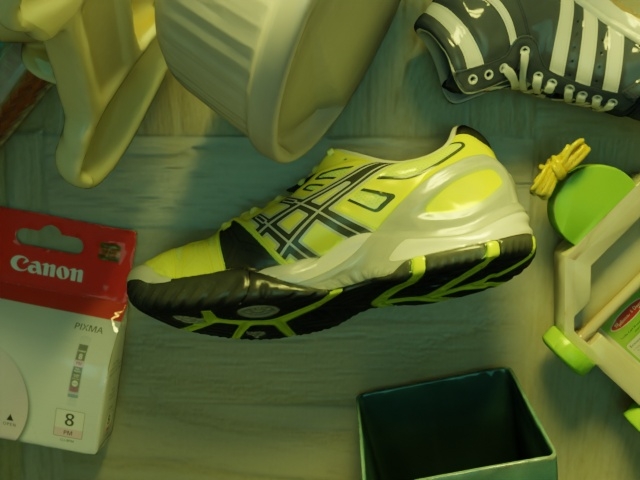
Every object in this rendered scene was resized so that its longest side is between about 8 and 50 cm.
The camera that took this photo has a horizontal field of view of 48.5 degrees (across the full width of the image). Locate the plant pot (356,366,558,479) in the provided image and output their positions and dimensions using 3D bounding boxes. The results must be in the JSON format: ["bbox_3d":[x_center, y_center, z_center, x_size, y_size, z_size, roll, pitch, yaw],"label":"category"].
[{"bbox_3d":[0.142,0.279,0.701,0.165,0.166,0.234,-12,106,4],"label":"plant pot"}]

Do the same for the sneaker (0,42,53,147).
[{"bbox_3d":[-0.372,-0.128,0.679,0.121,0.108,0.302,43,90,-4],"label":"sneaker"}]

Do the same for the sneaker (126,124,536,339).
[{"bbox_3d":[0.000,0.000,0.688,0.384,0.145,0.147,-11,68,6],"label":"sneaker"}]

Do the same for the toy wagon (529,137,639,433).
[{"bbox_3d":[0.342,0.033,0.697,0.344,0.068,0.267,42,98,-4],"label":"toy wagon"}]

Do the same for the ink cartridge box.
[{"bbox_3d":[-0.301,0.092,0.736,0.189,0.066,0.233,10,104,0],"label":"ink cartridge box"}]

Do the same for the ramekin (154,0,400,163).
[{"bbox_3d":[-0.022,-0.209,0.576,0.127,0.273,0.273,28,100,8],"label":"ramekin"}]

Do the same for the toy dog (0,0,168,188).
[{"bbox_3d":[-0.292,-0.295,0.511,0.407,0.284,0.396,24,76,1],"label":"toy dog"}]

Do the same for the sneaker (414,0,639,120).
[{"bbox_3d":[0.215,-0.151,0.652,0.282,0.099,0.153,42,94,2],"label":"sneaker"}]
